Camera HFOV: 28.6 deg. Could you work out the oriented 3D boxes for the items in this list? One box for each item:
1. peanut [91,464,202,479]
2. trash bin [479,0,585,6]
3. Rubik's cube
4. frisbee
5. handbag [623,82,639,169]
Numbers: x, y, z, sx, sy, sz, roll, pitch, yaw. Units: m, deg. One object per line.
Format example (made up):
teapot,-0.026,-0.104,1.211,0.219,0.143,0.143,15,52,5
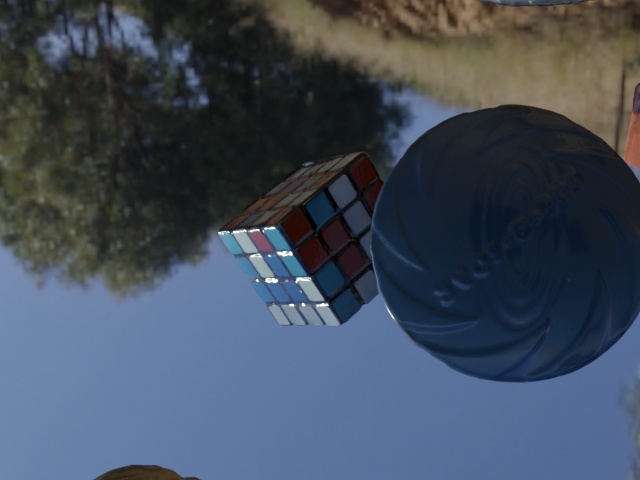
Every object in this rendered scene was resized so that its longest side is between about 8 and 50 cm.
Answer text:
peanut,-0.069,0.128,0.434,0.080,0.080,0.174,-3,-167,1
trash bin,0.085,-0.359,0.628,0.280,0.432,0.280,-17,-136,17
Rubik's cube,0.000,0.000,1.514,0.155,0.151,0.154,-41,-161,-26
frisbee,0.192,-0.002,1.254,0.289,0.289,0.049,-1,167,4
handbag,0.557,-0.096,1.415,0.410,0.116,0.303,24,167,16
